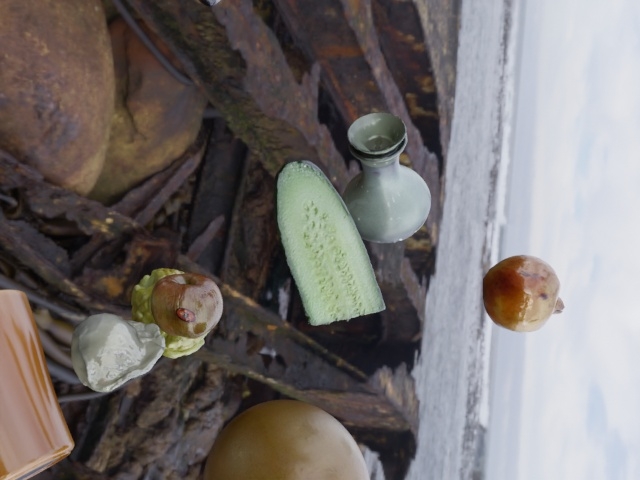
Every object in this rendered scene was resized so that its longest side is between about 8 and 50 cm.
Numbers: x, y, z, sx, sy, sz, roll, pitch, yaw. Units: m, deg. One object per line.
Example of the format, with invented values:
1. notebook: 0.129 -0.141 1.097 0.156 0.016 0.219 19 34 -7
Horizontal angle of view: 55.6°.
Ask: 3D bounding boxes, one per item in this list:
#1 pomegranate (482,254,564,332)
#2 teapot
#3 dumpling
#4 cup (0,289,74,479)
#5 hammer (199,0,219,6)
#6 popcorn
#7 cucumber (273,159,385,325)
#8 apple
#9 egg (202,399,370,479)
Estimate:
1. pomegranate: 0.519 0.144 1.583 0.209 0.209 0.209 5 90 -73
2. teapot: 0.120 -0.121 1.176 0.251 0.183 0.184 74 26 -50
3. dumpling: -0.433 0.233 1.304 0.258 0.193 0.147 -124 -144 -59
4. cup: -0.473 0.210 0.823 0.226 0.182 0.264 -23 78 -36
5. hammer: 0.012 -0.418 0.714 0.427 0.044 0.152 -40 141 -14
6. popcorn: -0.363 0.181 1.485 0.181 0.235 0.217 3 129 -54
7. cucumber: 0.000 0.000 0.853 0.063 0.115 0.244 -132 -157 -71
8. apple: -0.237 0.114 1.074 0.126 0.126 0.102 -43 139 -66
9. egg: -0.057 0.423 1.034 0.351 0.282 0.283 -165 -103 -68
